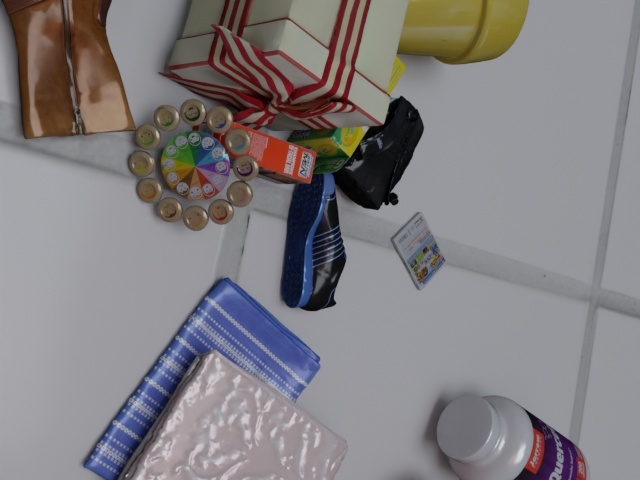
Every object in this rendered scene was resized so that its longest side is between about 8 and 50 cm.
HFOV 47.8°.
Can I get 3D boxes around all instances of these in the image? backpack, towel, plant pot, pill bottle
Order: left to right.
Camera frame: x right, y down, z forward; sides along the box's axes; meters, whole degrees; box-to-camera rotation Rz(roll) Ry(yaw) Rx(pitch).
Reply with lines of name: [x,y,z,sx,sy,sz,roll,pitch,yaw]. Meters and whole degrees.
towel: [-0.158,0.253,1.089,0.243,0.040,0.336,47,66,-28]
towel: [-0.141,0.372,1.059,0.317,0.053,0.331,42,69,-27]
backpack: [0.089,-0.161,1.209,0.182,0.115,0.152,-59,138,-16]
plant pot: [0.173,-0.410,1.199,0.239,0.254,0.254,-14,101,-19]
pill bottle: [0.372,0.419,1.408,0.323,0.181,0.181,36,71,-33]

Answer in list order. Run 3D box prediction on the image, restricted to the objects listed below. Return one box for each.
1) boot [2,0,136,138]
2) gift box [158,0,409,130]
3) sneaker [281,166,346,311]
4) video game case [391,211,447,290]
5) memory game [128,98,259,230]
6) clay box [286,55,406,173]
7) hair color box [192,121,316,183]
boot: [-0.276,-0.281,0.940,0.264,0.096,0.280,-18,103,-36]
gift box: [-0.059,-0.292,1.011,0.276,0.255,0.258,21,77,-42]
sneaker: [0.000,0.000,1.177,0.090,0.081,0.232,8,94,-40]
video game case: [0.187,0.020,1.356,0.087,0.011,0.122,-43,116,-28]
memory game: [-0.176,-0.102,0.997,0.012,0.186,0.186,-66,142,-72]
clay box: [0.032,-0.204,1.157,0.053,0.127,0.222,44,66,-29]
hair color box: [-0.101,-0.130,1.081,0.167,0.093,0.053,14,84,-36]
